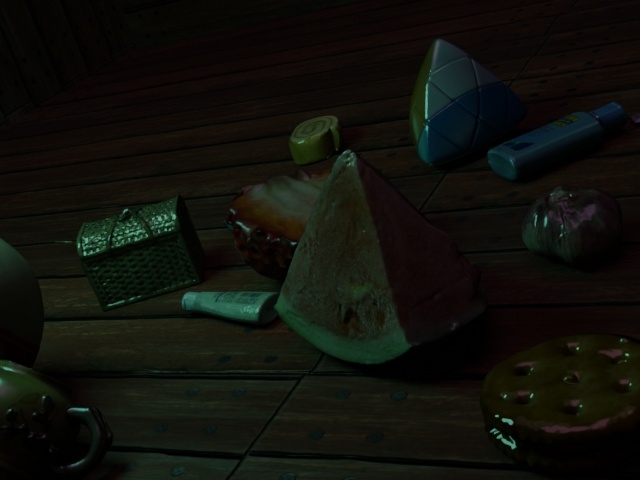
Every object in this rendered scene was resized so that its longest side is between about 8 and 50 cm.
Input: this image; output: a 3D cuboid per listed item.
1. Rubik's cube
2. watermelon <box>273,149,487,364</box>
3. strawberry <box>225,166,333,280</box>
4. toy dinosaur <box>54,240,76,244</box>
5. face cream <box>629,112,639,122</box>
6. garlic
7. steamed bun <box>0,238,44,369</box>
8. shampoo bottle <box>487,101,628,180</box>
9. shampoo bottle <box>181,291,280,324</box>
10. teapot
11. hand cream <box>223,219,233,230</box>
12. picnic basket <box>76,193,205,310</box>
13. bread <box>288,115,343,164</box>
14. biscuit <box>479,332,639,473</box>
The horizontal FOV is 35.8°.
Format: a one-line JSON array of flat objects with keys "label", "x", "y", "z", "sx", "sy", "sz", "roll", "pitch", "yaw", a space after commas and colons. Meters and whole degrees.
[{"label": "Rubik's cube", "x": 0.288, "y": -0.290, "z": 1.956, "sx": 0.255, "sy": 0.254, "sz": 0.254, "roll": -15, "pitch": 23, "yaw": 7}, {"label": "watermelon", "x": 0.061, "y": 0.050, "z": 1.349, "sx": 0.250, "sy": 0.293, "sz": 0.283, "roll": -51, "pitch": 23, "yaw": 0}, {"label": "strawberry", "x": 0.000, "y": 0.000, "z": 1.634, "sx": 0.265, "sy": 0.149, "sz": 0.336, "roll": -22, "pitch": 32, "yaw": -26}, {"label": "toy dinosaur", "x": -0.471, "y": 0.001, "z": 2.093, "sx": 0.180, "sy": 0.037, "sz": 0.058, "roll": -6, "pitch": 21, "yaw": 25}, {"label": "face cream", "x": 0.633, "y": -0.241, "z": 1.836, "sx": 0.115, "sy": 0.020, "sz": 0.038, "roll": -16, "pitch": 24, "yaw": 8}, {"label": "garlic", "x": 0.369, "y": -0.028, "z": 1.453, "sx": 0.147, "sy": 0.102, "sz": 0.159, "roll": -16, "pitch": 24, "yaw": 2}, {"label": "steamed bun", "x": -0.577, "y": 0.159, "z": 1.461, "sx": 0.374, "sy": 0.374, "sz": 0.241, "roll": -30, "pitch": 57, "yaw": -25}, {"label": "shampoo bottle", "x": 0.438, "y": -0.185, "z": 1.804, "sx": 0.259, "sy": 0.061, "sz": 0.104, "roll": -23, "pitch": 23, "yaw": -13}, {"label": "shampoo bottle", "x": -0.150, "y": 0.106, "z": 1.615, "sx": 0.191, "sy": 0.041, "sz": 0.069, "roll": 1, "pitch": 35, "yaw": 39}, {"label": "teapot", "x": -0.413, "y": 0.268, "z": 1.333, "sx": 0.270, "sy": 0.173, "sz": 0.182, "roll": 13, "pitch": 68, "yaw": 17}, {"label": "hand cream", "x": -0.128, "y": -0.028, "z": 1.910, "sx": 0.083, "sy": 0.048, "sz": 0.224, "roll": -23, "pitch": 17, "yaw": -12}, {"label": "picnic basket", "x": -0.327, "y": 0.013, "z": 1.811, "sx": 0.196, "sy": 0.154, "sz": 0.134, "roll": -17, "pitch": 23, "yaw": 6}, {"label": "bread", "x": -0.008, "y": -0.232, "z": 2.224, "sx": 0.122, "sy": 0.073, "sz": 0.149, "roll": -11, "pitch": 24, "yaw": 12}, {"label": "biscuit", "x": 0.286, "y": 0.173, "z": 1.109, "sx": 0.221, "sy": 0.066, "sz": 0.220, "roll": -15, "pitch": 23, "yaw": 6}]
